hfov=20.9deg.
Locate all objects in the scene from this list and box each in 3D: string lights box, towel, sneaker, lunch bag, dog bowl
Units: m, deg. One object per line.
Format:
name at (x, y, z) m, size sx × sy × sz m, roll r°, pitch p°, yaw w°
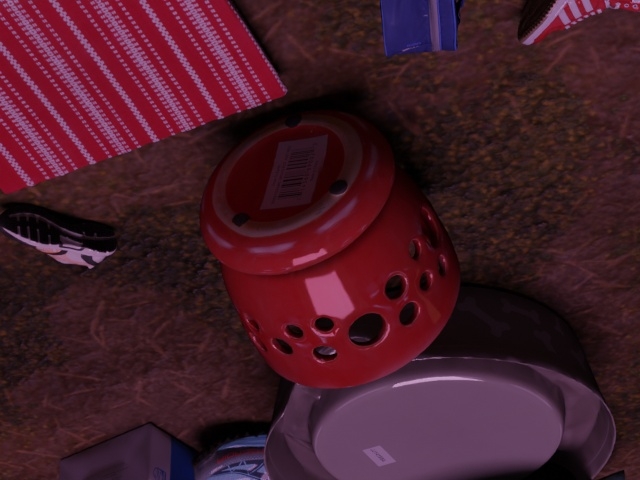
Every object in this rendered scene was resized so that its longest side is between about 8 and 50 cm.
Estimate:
string lights box at (-0.156, 0.307, 1.927) m, size 0.133 × 0.076 × 0.260 m, roll -24°, pitch 138°, yaw 27°
towel at (-0.189, -0.140, 1.367) m, size 0.275 × 0.031 × 0.199 m, roll -18°, pitch 139°, yaw 17°
sneaker at (-0.238, 0.002, 1.544) m, size 0.109 × 0.040 × 0.044 m, roll 18°, pitch 141°, yaw -24°
lunch bag at (0.075, -0.188, 1.284) m, size 0.065 × 0.067 × 0.098 m, roll -5°, pitch 142°, yaw 3°
sneaker at (-0.022, 0.291, 1.872) m, size 0.262 × 0.125 × 0.104 m, roll 24°, pitch 135°, yaw -31°
sneaker at (0.204, -0.183, 1.319) m, size 0.067 × 0.042 × 0.118 m, roll 19°, pitch 136°, yaw -22°
dog bowl at (0.115, 0.170, 1.738) m, size 0.349 × 0.102 × 0.348 m, roll -1°, pitch 143°, yaw -1°

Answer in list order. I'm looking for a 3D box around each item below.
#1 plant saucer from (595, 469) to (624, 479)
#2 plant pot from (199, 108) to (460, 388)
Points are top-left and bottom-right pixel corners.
plant saucer at (0.188, 0.327, 1.866) m, size 0.318 × 0.043 × 0.317 m, roll -23°, pitch 170°, yaw -4°
plant pot at (0.000, 0.000, 1.438) m, size 0.191 × 0.191 × 0.174 m, roll -16°, pitch 134°, yaw 18°
